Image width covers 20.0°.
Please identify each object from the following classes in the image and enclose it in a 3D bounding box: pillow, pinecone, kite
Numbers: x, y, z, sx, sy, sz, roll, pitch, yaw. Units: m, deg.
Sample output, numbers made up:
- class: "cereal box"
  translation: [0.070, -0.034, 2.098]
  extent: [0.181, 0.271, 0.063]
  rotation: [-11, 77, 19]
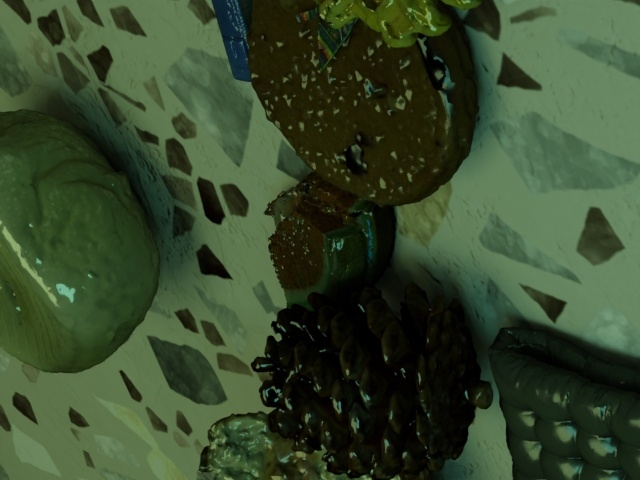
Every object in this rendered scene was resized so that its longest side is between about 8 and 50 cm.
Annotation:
- class: "pillow"
  translation: [0.318, 0.229, 1.873]
  extent: [0.326, 0.101, 0.228]
  rotation: [16, 129, 41]
- class: "pinecone"
  translation: [0.061, 0.156, 1.985]
  extent: [0.273, 0.224, 0.224]
  rotation: [-2, 122, 26]
- class: "kite"
  translation: [0.005, -0.225, 1.794]
  extent: [0.090, 0.004, 0.122]
  rotation: [5, 114, 46]

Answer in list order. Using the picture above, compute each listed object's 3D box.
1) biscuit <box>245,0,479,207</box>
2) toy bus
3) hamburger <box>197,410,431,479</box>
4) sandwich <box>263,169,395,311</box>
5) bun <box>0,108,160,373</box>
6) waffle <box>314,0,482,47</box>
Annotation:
- class: "biscuit"
  translation: [0.044, -0.170, 1.850]
  extent: [0.296, 0.075, 0.295]
  rotation: [27, 132, 36]
- class: "toy bus"
  translation: [-0.082, -0.242, 1.957]
  extent: [0.051, 0.061, 0.153]
  rotation: [11, 128, 39]
- class: "hamburger"
  translation: [0.025, 0.381, 2.233]
  extent: [0.268, 0.287, 0.445]
  rotation: [-7, 104, 14]
- class: "sandwich"
  translation: [0.005, 0.007, 2.066]
  extent: [0.159, 0.079, 0.235]
  rotation: [54, 148, -2]
- class: "bun"
  translation: [-0.348, -0.010, 2.356]
  extent: [0.352, 0.227, 0.349]
  rotation: [23, 137, 42]
- class: "waffle"
  translation: [0.035, -0.330, 1.678]
  extent: [0.307, 0.060, 0.311]
  rotation: [-1, 103, 47]
